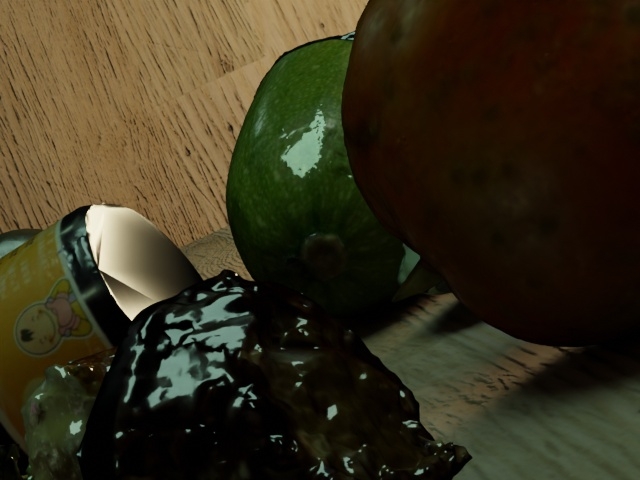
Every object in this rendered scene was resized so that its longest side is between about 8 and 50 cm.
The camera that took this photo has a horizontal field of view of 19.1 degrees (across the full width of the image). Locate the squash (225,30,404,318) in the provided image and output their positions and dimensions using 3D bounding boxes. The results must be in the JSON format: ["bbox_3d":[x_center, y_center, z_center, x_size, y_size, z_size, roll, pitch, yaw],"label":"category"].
[{"bbox_3d":[0.010,-0.026,2.084,0.310,0.310,0.309,-20,22,32],"label":"squash"}]

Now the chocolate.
[{"bbox_3d":[-0.003,0.122,1.157,0.177,0.206,0.224,-4,13,42],"label":"chocolate"}]

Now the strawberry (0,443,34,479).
[{"bbox_3d":[-0.284,0.244,1.591,0.188,0.106,0.286,-3,-17,-23],"label":"strawberry"}]

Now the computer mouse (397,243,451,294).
[{"bbox_3d":[0.224,-0.049,1.926,0.228,0.145,0.429,-12,24,32],"label":"computer mouse"}]

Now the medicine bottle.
[{"bbox_3d":[-0.293,0.157,1.811,0.395,0.242,0.242,-37,4,12],"label":"medicine bottle"}]

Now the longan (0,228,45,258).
[{"bbox_3d":[-0.291,0.103,2.054,0.248,0.248,0.248,-24,7,3],"label":"longan"}]

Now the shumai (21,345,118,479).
[{"bbox_3d":[-0.157,0.167,1.394,0.166,0.175,0.206,-25,3,-8],"label":"shumai"}]

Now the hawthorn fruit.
[{"bbox_3d":[0.192,-0.095,1.477,0.403,0.403,0.403,-24,7,3],"label":"hawthorn fruit"}]
